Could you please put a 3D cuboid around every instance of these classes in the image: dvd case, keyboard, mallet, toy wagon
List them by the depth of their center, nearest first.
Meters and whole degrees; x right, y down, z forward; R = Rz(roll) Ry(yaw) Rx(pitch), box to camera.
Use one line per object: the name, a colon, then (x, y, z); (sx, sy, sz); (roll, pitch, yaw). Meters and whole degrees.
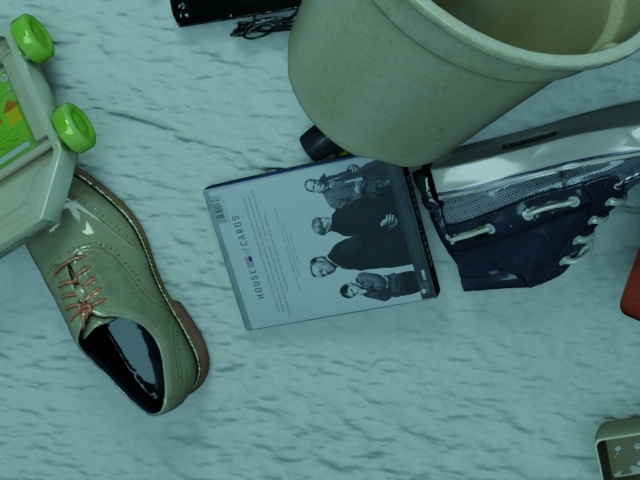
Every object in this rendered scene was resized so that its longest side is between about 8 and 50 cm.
keyboard: (-0.073, -0.269, 1.326); (0.192, 0.038, 0.100); (-7, 78, 8)
toy wagon: (-0.409, -0.147, 1.332); (0.267, 0.068, 0.344); (-30, 76, 13)
dvd case: (0.000, 0.000, 1.344); (0.238, 0.029, 0.179); (-11, 104, 21)
mallet: (0.061, -0.068, 1.350); (0.189, 0.039, 0.062); (44, 108, -9)

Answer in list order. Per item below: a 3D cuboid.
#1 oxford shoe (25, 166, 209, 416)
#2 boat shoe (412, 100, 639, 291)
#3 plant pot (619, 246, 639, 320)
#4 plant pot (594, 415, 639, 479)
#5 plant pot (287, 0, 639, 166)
oxford shoe: (-0.253, 0.047, 1.353); (0.123, 0.130, 0.348); (-37, 95, 14)
boat shoe: (0.284, -0.048, 1.295); (0.340, 0.127, 0.158); (-12, 105, 17)
plant pot: (0.507, 0.009, 1.164); (0.267, 0.236, 0.267); (10, 105, -28)
plant pot: (0.371, 0.254, 1.355); (0.109, 0.096, 0.109); (-11, 100, 8)
plant pot: (0.118, -0.233, 1.139); (0.333, 0.305, 0.334); (9, 63, -18)
